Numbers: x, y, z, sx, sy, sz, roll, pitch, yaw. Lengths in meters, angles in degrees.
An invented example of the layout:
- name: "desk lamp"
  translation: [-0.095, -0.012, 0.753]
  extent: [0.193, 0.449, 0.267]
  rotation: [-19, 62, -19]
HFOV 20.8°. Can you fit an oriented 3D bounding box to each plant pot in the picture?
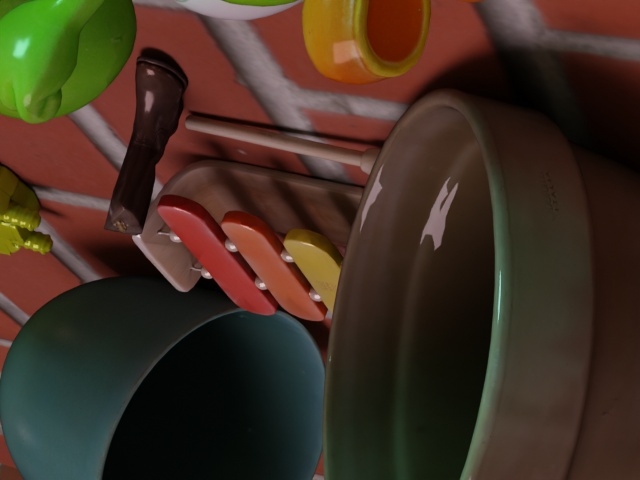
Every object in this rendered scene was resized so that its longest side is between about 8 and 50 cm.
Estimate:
- name: "plant pot"
  translation: [-0.176, 0.168, 1.709]
  extent: [0.235, 0.293, 0.293]
  rotation: [22, 166, 41]
- name: "plant pot"
  translation: [0.180, 0.080, 1.126]
  extent: [0.280, 0.323, 0.323]
  rotation: [7, 164, -15]

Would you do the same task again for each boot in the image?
- name: "boot"
  translation: [-0.131, -0.065, 1.261]
  extent: [0.037, 0.114, 0.106]
  rotation: [16, 161, 11]

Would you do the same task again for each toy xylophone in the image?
- name: "toy xylophone"
  translation: [0.000, 0.000, 1.357]
  extent: [0.322, 0.081, 0.236]
  rotation: [8, 157, 31]

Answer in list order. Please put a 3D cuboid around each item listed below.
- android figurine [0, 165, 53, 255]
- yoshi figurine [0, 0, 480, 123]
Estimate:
- name: "android figurine"
  translation: [-0.382, -0.052, 1.650]
  extent: [0.272, 0.056, 0.248]
  rotation: [20, 161, 7]
- name: "yoshi figurine"
  translation: [-0.079, -0.137, 0.907]
  extent: [0.362, 0.203, 0.203]
  rotation: [10, 165, 35]
